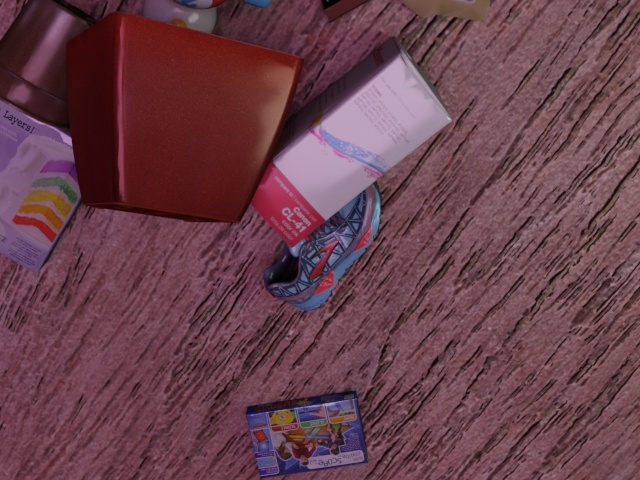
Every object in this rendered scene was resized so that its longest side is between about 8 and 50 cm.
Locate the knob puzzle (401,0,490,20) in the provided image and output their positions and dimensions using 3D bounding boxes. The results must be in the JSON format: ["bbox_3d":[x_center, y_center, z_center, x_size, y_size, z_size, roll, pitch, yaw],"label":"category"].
[{"bbox_3d":[0.175,-0.435,1.428,0.213,0.030,0.213,4,120,6],"label":"knob puzzle"}]

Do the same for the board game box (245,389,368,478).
[{"bbox_3d":[-0.023,0.351,1.698,0.201,0.035,0.136,-9,108,4],"label":"board game box"}]

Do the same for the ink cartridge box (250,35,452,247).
[{"bbox_3d":[0.034,-0.156,1.427,0.306,0.226,0.131,-36,105,13],"label":"ink cartridge box"}]

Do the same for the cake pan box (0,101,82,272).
[{"bbox_3d":[-0.516,-0.116,1.536,0.267,0.070,0.245,33,104,-9],"label":"cake pan box"}]

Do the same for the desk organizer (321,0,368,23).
[{"bbox_3d":[0.059,-0.387,1.428,0.130,0.047,0.050,-26,110,21],"label":"desk organizer"}]

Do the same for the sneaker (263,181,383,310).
[{"bbox_3d":[0.000,0.000,1.521,0.125,0.104,0.262,20,111,-35],"label":"sneaker"}]

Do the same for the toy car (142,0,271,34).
[{"bbox_3d":[-0.201,-0.354,1.391,0.219,0.210,0.238,15,121,-16],"label":"toy car"}]

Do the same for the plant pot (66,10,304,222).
[{"bbox_3d":[-0.210,-0.151,1.311,0.267,0.267,0.235,9,87,-28],"label":"plant pot"}]

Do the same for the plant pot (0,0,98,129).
[{"bbox_3d":[-0.417,-0.283,1.436,0.167,0.167,0.165,30,99,-9],"label":"plant pot"}]
